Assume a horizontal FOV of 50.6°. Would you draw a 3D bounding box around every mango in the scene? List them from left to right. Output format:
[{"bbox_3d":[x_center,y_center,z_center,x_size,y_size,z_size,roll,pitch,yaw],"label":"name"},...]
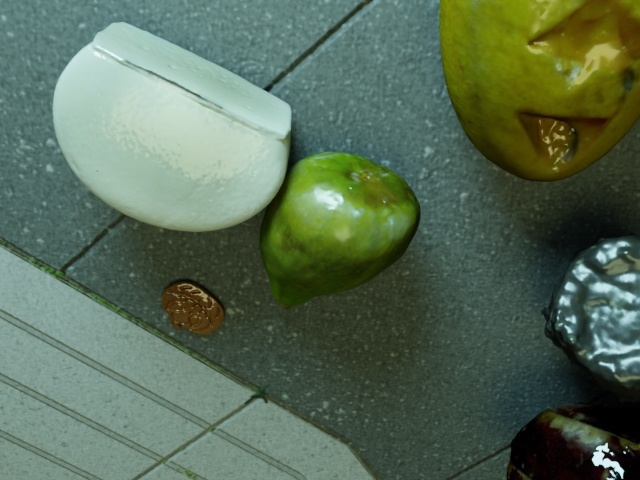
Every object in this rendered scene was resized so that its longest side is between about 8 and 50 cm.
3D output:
[{"bbox_3d":[0.240,-0.219,0.654,0.253,0.182,0.365,-2,131,-1],"label":"mango"}]

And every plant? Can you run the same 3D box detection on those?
[{"bbox_3d":[0.372,0.093,0.813,0.178,0.204,0.234,-53,152,9],"label":"plant"}]

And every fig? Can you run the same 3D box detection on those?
[{"bbox_3d":[0.006,-0.016,0.795,0.167,0.167,0.233,37,151,-19],"label":"fig"}]

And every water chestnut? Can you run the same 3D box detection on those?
[{"bbox_3d":[0.393,0.357,0.907,0.300,0.300,0.300,0,120,1],"label":"water chestnut"}]

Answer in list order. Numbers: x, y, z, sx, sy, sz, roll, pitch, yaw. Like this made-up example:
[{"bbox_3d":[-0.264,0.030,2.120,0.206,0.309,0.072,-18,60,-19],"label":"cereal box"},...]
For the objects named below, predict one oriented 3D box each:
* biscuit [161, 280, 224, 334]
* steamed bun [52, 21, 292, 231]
[{"bbox_3d":[-0.178,0.096,0.927,0.091,0.015,0.078,39,113,-19],"label":"biscuit"},{"bbox_3d":[-0.159,-0.108,0.731,0.241,0.146,0.164,25,113,-13],"label":"steamed bun"}]
